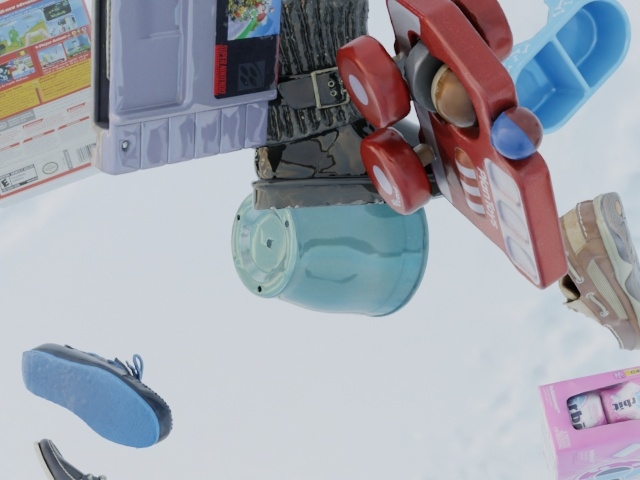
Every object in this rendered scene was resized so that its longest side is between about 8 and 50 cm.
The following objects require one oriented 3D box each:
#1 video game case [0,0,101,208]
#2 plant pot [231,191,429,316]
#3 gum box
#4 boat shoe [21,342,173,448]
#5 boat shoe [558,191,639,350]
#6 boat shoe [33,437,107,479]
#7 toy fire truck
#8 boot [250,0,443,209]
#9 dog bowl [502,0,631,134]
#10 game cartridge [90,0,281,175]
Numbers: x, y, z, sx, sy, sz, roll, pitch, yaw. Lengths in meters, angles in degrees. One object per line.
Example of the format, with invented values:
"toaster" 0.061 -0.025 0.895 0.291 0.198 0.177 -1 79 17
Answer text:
"video game case" -0.391 -0.208 1.829 0.204 0.285 0.025 -20 167 0
"plant pot" 0.000 0.000 2.247 0.255 0.272 0.271 -1 178 -40
"gum box" 0.248 0.169 1.139 0.107 0.062 0.188 -13 152 4
"boat shoe" -0.270 0.177 1.675 0.258 0.109 0.089 26 -155 35
"boat shoe" 0.395 0.052 1.882 0.116 0.123 0.324 -14 137 14
"boat shoe" -0.314 0.343 1.808 0.206 0.065 0.075 57 174 -12
"toy fire truck" 0.160 -0.117 1.385 0.254 0.169 0.302 46 161 45
"boot" 0.067 -0.174 1.602 0.348 0.260 0.131 -4 -179 -11
"dog bowl" 0.388 -0.288 2.155 0.166 0.297 0.074 50 167 -26
"game cartridge" -0.137 -0.258 1.412 0.230 0.355 0.068 -13 -154 -38
